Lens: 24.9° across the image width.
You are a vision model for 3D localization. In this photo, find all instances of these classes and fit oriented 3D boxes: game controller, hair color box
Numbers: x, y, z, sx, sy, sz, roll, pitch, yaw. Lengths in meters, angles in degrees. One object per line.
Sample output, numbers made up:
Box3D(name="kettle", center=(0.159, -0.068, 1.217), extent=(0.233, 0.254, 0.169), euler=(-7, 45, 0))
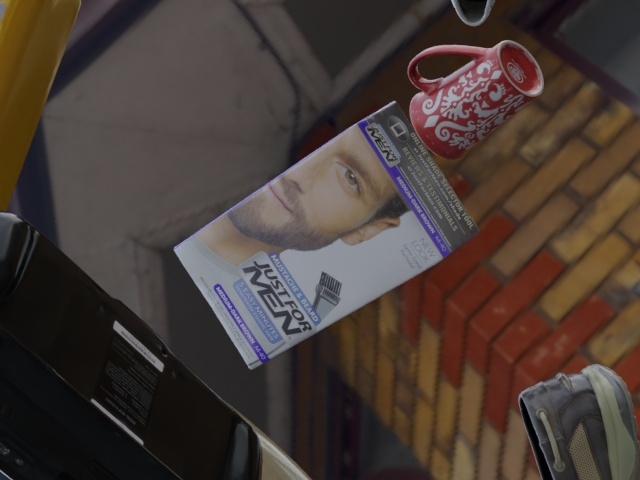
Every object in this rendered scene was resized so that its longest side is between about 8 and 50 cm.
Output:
Box3D(name="game controller", center=(-0.147, 0.119, 0.988), extent=(0.067, 0.166, 0.319), euler=(-27, -55, 22))
Box3D(name="hair color box", center=(0.000, 0.000, 1.734), extent=(0.339, 0.185, 0.110), euler=(-33, 0, 36))

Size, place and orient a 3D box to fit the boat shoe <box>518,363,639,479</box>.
Box3D(name="boat shoe", center=(0.278, 0.313, 1.539), extent=(0.130, 0.355, 0.132), euler=(-7, -11, -1))

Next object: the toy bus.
Box3D(name="toy bus", center=(-0.317, -0.162, 1.318), extent=(0.108, 0.130, 0.332), euler=(59, -136, -66))

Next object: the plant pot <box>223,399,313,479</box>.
Box3D(name="plant pot", center=(-0.131, 0.231, 1.265), extent=(0.256, 0.256, 0.274), euler=(-35, -59, -12))

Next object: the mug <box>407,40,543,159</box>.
Box3D(name="mug", center=(0.210, -0.208, 2.037), extent=(0.150, 0.113, 0.169), euler=(28, -41, -29))

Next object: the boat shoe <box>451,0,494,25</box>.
Box3D(name="boat shoe", center=(0.193, -0.384, 1.825), extent=(0.095, 0.084, 0.258), euler=(-3, -41, 15))
